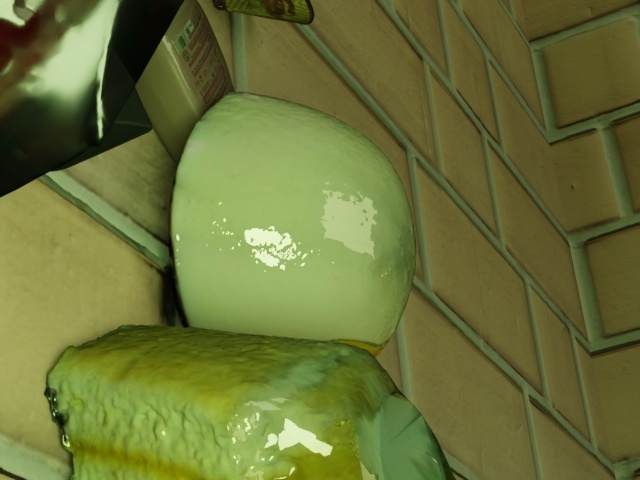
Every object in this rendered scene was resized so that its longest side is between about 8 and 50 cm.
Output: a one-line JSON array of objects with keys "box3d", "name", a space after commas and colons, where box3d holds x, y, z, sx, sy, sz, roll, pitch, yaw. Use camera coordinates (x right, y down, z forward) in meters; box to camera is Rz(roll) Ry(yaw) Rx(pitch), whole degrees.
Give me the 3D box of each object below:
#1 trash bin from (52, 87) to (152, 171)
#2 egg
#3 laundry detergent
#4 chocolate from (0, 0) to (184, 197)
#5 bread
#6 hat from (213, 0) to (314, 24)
[{"box3d": [-0.257, -0.180, 1.144, 0.165, 0.115, 0.225, -13, 83, -69], "name": "trash bin"}, {"box3d": [0.000, 0.000, 1.411, 0.337, 0.201, 0.336, 2, 90, -67], "name": "egg"}, {"box3d": [-0.129, -0.153, 1.475, 0.237, 0.076, 0.171, 61, 25, -27], "name": "laundry detergent"}, {"box3d": [-0.286, -0.250, 0.794, 0.331, 0.384, 0.383, 47, 32, -47], "name": "chocolate"}, {"box3d": [-0.024, 0.218, 1.118, 0.239, 0.264, 0.395, -32, 97, -53], "name": "bread"}, {"box3d": [-0.102, -0.319, 1.682, 0.193, 0.082, 0.193, 43, -8, 7], "name": "hat"}]
